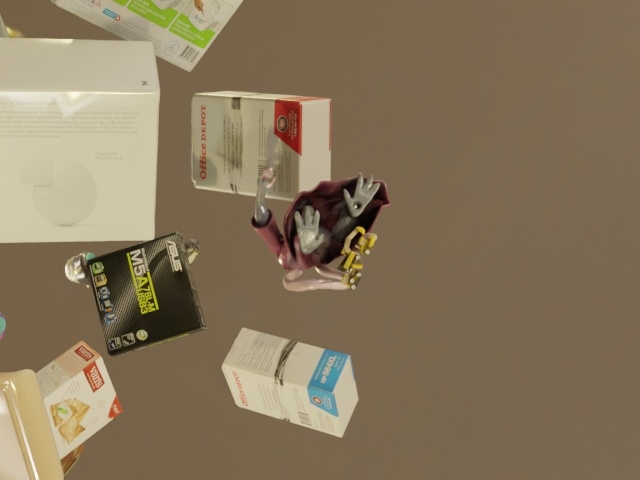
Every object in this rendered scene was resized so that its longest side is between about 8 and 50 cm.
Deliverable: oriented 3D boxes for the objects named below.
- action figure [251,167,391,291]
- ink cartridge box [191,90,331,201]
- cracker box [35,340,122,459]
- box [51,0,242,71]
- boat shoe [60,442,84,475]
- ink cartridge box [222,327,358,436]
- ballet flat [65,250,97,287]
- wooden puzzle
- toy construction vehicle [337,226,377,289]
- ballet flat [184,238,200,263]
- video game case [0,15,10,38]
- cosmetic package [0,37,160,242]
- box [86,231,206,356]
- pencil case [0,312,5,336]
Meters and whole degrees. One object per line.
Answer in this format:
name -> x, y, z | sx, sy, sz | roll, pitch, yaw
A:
action figure -> 0.000, 0.000, 2.012 | 0.370, 0.248, 0.275 | 141, -49, -67
ink cartridge box -> -0.121, -0.194, 2.139 | 0.273, 0.114, 0.196 | 9, -75, 33
cracker box -> -0.467, 0.303, 1.840 | 0.067, 0.155, 0.232 | 30, -124, 35
box -> -0.211, -0.376, 1.377 | 0.231, 0.262, 0.127 | -52, -123, 13
boat shoe -> -0.632, 0.521, 2.265 | 0.324, 0.120, 0.122 | -42, -128, 1
ink cartridge box -> -0.050, 0.241, 1.815 | 0.203, 0.148, 0.085 | 14, -125, 19
ballet flat -> -0.466, 0.062, 2.118 | 0.074, 0.074, 0.203 | -57, 175, -1
wooden puzzle -> -0.493, 0.267, 1.475 | 0.239, 0.220, 0.044 | -4, -147, 1
toy construction vehicle -> 0.054, 0.026, 1.756 | 0.098, 0.035, 0.086 | -66, -170, 3
ballet flat -> -0.279, 0.044, 2.084 | 0.114, 0.041, 0.041 | -41, -141, 10
video game case -> -0.629, -0.291, 1.618 | 0.300, 0.328, 0.036 | -20, -157, -3
cosmetic package -> -0.320, -0.126, 1.335 | 0.138, 0.224, 0.224 | -107, -159, -49
box -> -0.323, 0.101, 1.973 | 0.184, 0.045, 0.190 | -17, -101, 8
pencil case -> -0.569, 0.163, 1.789 | 0.064, 0.070, 0.151 | -40, -163, 2
